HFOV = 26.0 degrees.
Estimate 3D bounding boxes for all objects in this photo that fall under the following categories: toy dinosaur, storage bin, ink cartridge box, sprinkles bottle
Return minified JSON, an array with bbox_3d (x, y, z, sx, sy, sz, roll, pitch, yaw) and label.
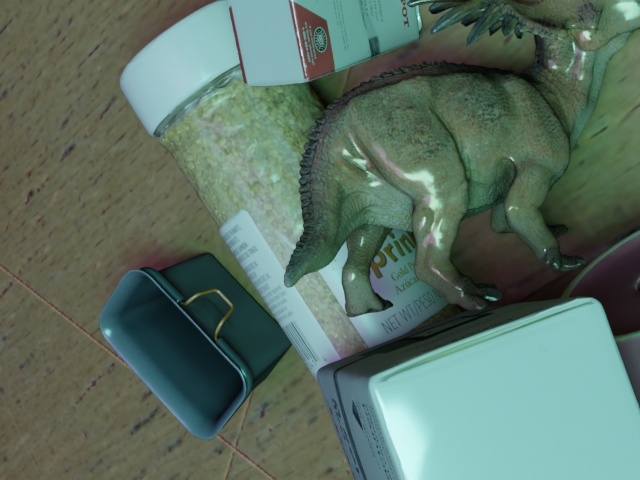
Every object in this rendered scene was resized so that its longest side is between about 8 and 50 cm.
[{"bbox_3d":[0.076,-0.069,0.847,0.127,0.295,0.200,1,110,66],"label":"toy dinosaur"},{"bbox_3d":[-0.089,0.070,1.094,0.135,0.091,0.098,45,127,11],"label":"storage bin"},{"bbox_3d":[0.097,0.151,0.773,0.121,0.289,0.211,-20,87,-6],"label":"ink cartridge box"},{"bbox_3d":[0.002,-0.165,0.910,0.056,0.135,0.099,0,108,38],"label":"ink cartridge box"},{"bbox_3d":[0.000,0.000,0.986,0.121,0.121,0.355,-35,87,38],"label":"sprinkles bottle"}]

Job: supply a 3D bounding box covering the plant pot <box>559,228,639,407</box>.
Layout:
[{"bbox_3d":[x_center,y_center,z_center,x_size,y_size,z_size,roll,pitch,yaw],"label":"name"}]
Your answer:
[{"bbox_3d":[0.230,0.089,0.786,0.201,0.201,0.180,-20,112,38],"label":"plant pot"}]
